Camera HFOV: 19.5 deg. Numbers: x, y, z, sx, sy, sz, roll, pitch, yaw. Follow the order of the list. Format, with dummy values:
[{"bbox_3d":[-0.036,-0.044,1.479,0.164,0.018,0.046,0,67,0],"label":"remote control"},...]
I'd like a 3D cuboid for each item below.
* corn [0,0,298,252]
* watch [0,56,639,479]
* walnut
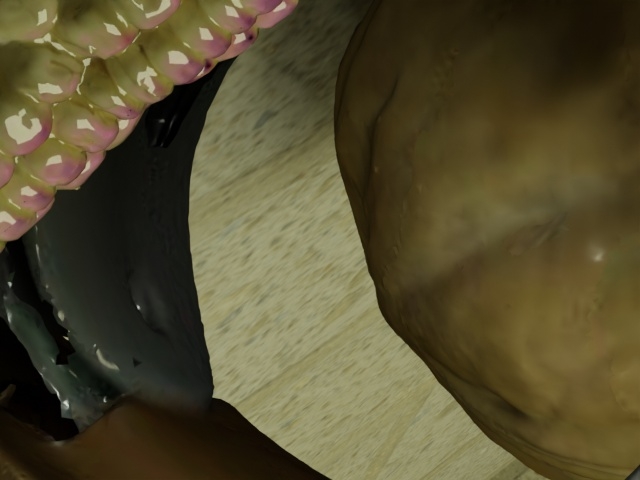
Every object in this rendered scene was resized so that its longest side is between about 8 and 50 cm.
[{"bbox_3d":[-0.093,-0.073,0.542,0.335,0.126,0.126,-40,165,5],"label":"corn"},{"bbox_3d":[0.000,0.000,0.667,0.327,0.335,0.314,-60,163,4],"label":"watch"},{"bbox_3d":[0.191,-0.051,0.898,0.381,0.381,0.381,-39,164,-13],"label":"walnut"}]
